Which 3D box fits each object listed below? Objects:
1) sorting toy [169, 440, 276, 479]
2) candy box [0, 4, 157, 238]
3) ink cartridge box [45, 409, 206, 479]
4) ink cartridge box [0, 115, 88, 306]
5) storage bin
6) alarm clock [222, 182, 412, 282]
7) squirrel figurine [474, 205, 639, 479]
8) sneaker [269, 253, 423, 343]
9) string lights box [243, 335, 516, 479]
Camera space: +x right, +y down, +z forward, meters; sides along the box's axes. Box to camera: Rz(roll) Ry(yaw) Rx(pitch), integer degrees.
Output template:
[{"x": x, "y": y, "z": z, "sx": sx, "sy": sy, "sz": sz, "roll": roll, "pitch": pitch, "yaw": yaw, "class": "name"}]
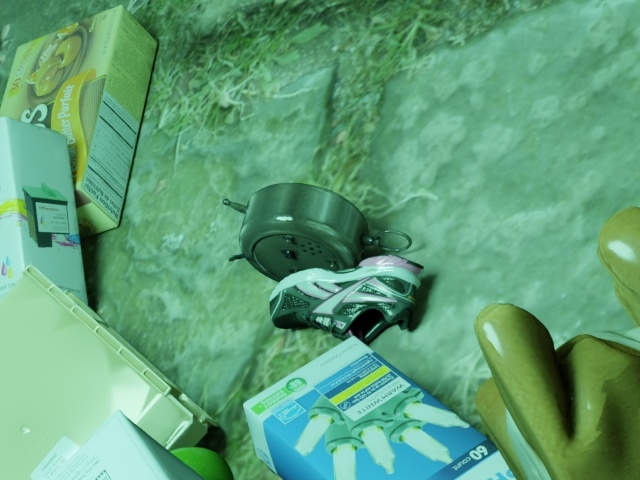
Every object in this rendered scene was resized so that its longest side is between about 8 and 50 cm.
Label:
[{"x": -0.138, "y": 0.291, "z": 1.656, "sx": 0.365, "sy": 0.127, "sz": 0.126, "roll": -30, "pitch": 43, "yaw": -10, "class": "sorting toy"}, {"x": -0.324, "y": -0.138, "z": 2.245, "sx": 0.183, "sy": 0.087, "sz": 0.316, "roll": -18, "pitch": 47, "yaw": 29, "class": "candy box"}, {"x": -0.068, "y": 0.324, "z": 1.442, "sx": 0.130, "sy": 0.309, "sz": 0.272, "roll": -45, "pitch": 39, "yaw": 0, "class": "ink cartridge box"}, {"x": -0.390, "y": 0.020, "z": 2.061, "sx": 0.201, "sy": 0.117, "sz": 0.278, "roll": -19, "pitch": 71, "yaw": 28, "class": "ink cartridge box"}, {"x": -0.281, "y": 0.207, "z": 1.817, "sx": 0.260, "sy": 0.123, "sz": 0.262, "roll": 39, "pitch": 83, "yaw": 24, "class": "storage bin"}, {"x": 0.000, "y": 0.000, "z": 1.822, "sx": 0.192, "sy": 0.129, "sz": 0.064, "roll": 0, "pitch": 55, "yaw": 16, "class": "alarm clock"}, {"x": 0.352, "y": 0.139, "z": 1.328, "sx": 0.370, "sy": 0.281, "sz": 0.397, "roll": -28, "pitch": 65, "yaw": -5, "class": "squirrel figurine"}, {"x": 0.020, "y": 0.070, "z": 1.785, "sx": 0.178, "sy": 0.072, "sz": 0.077, "roll": -18, "pitch": 56, "yaw": 36, "class": "sneaker"}, {"x": 0.061, "y": 0.201, "z": 1.574, "sx": 0.133, "sy": 0.076, "sz": 0.260, "roll": -31, "pitch": 40, "yaw": -22, "class": "string lights box"}]
